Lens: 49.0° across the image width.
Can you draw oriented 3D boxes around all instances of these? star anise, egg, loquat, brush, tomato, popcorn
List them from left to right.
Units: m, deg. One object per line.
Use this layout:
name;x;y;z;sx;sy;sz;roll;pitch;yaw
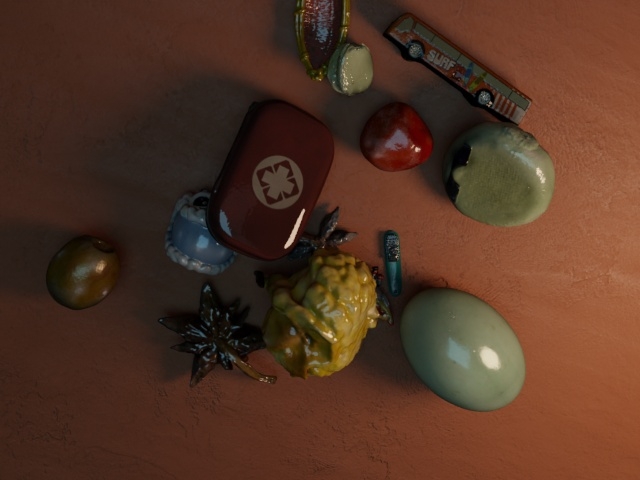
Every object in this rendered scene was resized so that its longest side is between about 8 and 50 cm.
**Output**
loquat;-0.646;0.091;1.903;0.179;0.179;0.227;39;112;-9
star anise;-0.281;0.285;1.981;0.292;0.109;0.350;-16;106;12
popcorn;-0.024;0.172;1.832;0.381;0.349;0.349;26;107;20
star anise;0.004;0.016;1.912;0.207;0.063;0.172;-21;109;8
brush;0.202;0.069;1.937;0.043;0.032;0.194;-5;105;3
tomato;0.192;-0.251;1.783;0.187;0.151;0.187;0;112;1
egg;0.377;0.290;1.869;0.276;0.276;0.389;-43;98;13

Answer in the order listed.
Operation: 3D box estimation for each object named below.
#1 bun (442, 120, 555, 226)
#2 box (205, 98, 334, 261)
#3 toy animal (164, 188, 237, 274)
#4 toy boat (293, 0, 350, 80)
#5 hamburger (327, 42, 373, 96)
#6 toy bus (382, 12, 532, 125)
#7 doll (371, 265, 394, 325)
bun;0.459;-0.184;1.771;0.293;0.187;0.293;22;141;18
box;-0.123;-0.149;1.772;0.263;0.108;0.404;25;84;-20
toy animal;-0.305;-0.022;1.866;0.208;0.156;0.204;24;110;-9
toy boat;0.003;-0.555;1.727;0.140;0.099;0.318;3;104;-2
hamburger;0.080;-0.425;1.746;0.062;0.140;0.133;26;110;41
toy bus;0.340;-0.424;1.756;0.408;0.093;0.092;33;97;-8
doll;0.146;0.155;1.955;0.109;0.057;0.169;-2;95;23
